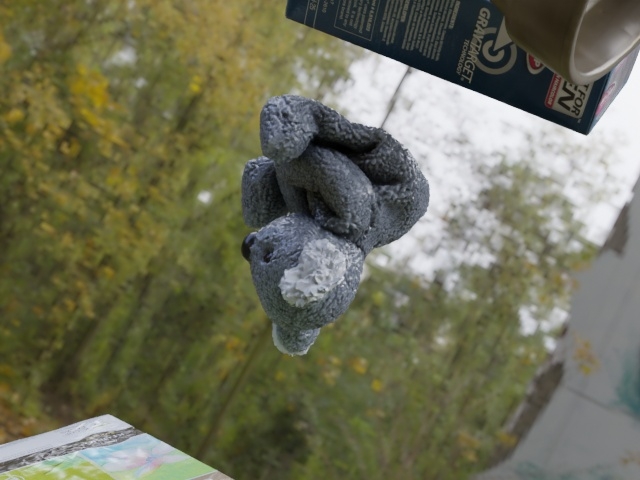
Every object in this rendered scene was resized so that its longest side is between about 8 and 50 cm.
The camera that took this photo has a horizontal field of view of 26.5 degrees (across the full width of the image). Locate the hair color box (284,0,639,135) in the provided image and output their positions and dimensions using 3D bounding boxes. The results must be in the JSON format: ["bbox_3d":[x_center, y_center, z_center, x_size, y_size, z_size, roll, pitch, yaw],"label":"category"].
[{"bbox_3d":[0.157,-0.242,1.430,0.347,0.105,0.174,24,33,16],"label":"hair color box"}]

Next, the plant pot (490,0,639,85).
[{"bbox_3d":[0.177,-0.329,1.048,0.280,0.323,0.323,38,-4,17],"label":"plant pot"}]

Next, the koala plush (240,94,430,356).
[{"bbox_3d":[0.000,0.000,1.416,0.203,0.221,0.196,18,-29,-2],"label":"koala plush"}]

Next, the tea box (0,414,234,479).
[{"bbox_3d":[-0.215,0.374,1.290,0.220,0.329,0.323,-13,10,-30],"label":"tea box"}]
